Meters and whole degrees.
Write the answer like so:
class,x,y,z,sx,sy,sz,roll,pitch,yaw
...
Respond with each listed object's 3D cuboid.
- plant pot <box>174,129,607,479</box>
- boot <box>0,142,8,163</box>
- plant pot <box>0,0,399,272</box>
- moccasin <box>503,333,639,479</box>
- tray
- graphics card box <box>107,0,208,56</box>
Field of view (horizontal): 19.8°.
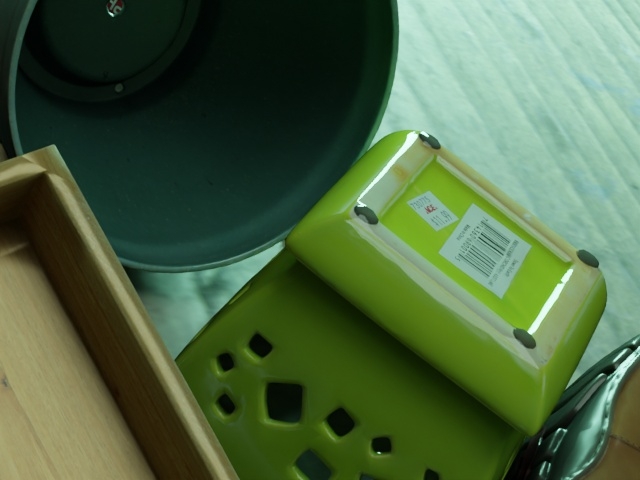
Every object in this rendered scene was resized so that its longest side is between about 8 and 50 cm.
class,x,y,z,sx,sy,sz,roll,pitch,yaw
plant pot,0.053,0.071,1.218,0.227,0.207,0.228,38,31,3
boot,-0.272,-0.042,1.042,0.109,0.283,0.220,0,40,14
plant pot,-0.119,-0.147,1.305,0.293,0.293,0.196,10,16,-35
moccasin,0.210,0.187,1.284,0.147,0.139,0.380,42,29,-2
tray,-0.133,0.169,0.907,0.203,0.076,0.411,-22,77,-33
graphics card box,-0.092,-0.250,1.603,0.233,0.094,0.371,39,31,4
